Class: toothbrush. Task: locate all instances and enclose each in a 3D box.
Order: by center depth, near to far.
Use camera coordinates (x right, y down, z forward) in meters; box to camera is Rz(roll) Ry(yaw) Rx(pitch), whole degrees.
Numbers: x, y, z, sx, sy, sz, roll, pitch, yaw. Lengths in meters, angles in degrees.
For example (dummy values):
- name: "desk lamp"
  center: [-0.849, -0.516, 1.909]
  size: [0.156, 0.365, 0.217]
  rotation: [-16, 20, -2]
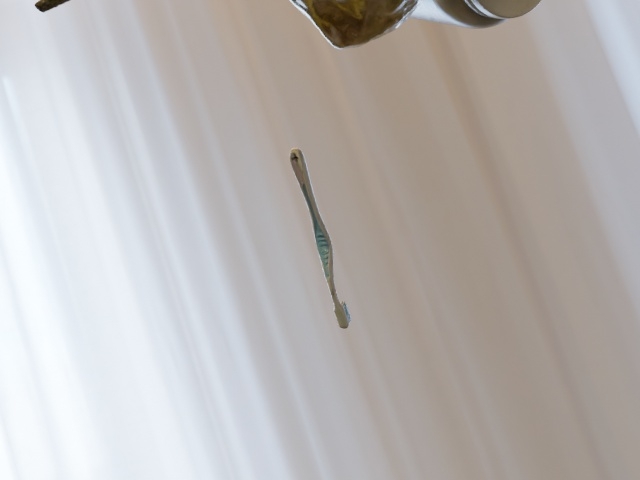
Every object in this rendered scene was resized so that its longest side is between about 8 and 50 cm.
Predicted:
- name: "toothbrush"
  center: [0.000, 0.000, 1.054]
  size: [0.014, 0.162, 0.017]
  rotation: [-7, 22, 26]

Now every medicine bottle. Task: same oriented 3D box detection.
- name: "medicine bottle"
  center: [0.127, -0.249, 1.161]
  size: [0.107, 0.107, 0.191]
  rotation: [-15, 19, -18]

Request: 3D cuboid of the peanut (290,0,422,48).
- name: "peanut"
  center: [0.014, -0.288, 0.960]
  size: [0.143, 0.291, 0.159]
  rotation: [0, -35, -11]

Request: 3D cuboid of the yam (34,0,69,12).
- name: "yam"
  center: [-0.248, -0.338, 1.570]
  size: [0.234, 0.027, 0.029]
  rotation: [-25, 26, 4]
